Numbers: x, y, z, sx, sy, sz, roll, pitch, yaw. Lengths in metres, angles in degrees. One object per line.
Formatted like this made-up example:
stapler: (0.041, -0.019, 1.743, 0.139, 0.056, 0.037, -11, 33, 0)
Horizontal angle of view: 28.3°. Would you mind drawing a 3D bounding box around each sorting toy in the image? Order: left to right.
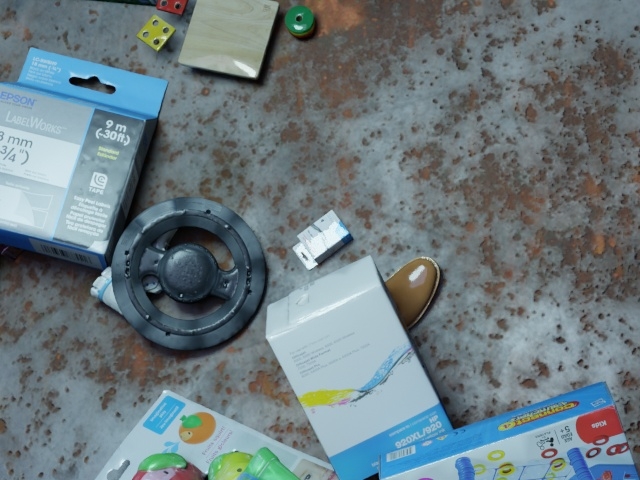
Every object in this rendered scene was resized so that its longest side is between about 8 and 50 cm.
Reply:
sorting toy: (-0.150, -0.324, 2.019, 0.274, 0.046, 0.132, 12, 77, 12)

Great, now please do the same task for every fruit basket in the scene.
fruit basket: (-0.177, 0.377, 1.726, 0.353, 0.165, 0.327, 24, 59, 26)

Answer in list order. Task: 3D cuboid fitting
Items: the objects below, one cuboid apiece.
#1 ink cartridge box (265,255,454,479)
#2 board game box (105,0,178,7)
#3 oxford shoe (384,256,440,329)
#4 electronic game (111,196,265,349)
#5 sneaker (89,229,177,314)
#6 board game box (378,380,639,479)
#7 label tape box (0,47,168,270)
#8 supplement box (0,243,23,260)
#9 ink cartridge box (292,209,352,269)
ink cartridge box: (0.049, 0.170, 1.704, 0.168, 0.171, 0.233, -26, 102, 3)
board game box: (-0.368, -0.508, 2.133, 0.317, 0.046, 0.214, 8, 76, 16)
oxford shoe: (0.091, 0.102, 1.819, 0.212, 0.076, 0.076, -46, 67, -5)
electronic game: (-0.196, 0.049, 1.891, 0.229, 0.048, 0.229, 0, 86, -5)
sneaker: (-0.259, 0.035, 1.936, 0.083, 0.071, 0.191, 41, 89, 8)
board game box: (0.267, 0.372, 1.610, 0.308, 0.086, 0.302, -20, 101, 7)
label tape box: (-0.396, -0.146, 1.955, 0.240, 0.106, 0.334, 14, 73, 1)
supplement box: (-0.483, -0.019, 2.011, 0.055, 0.043, 0.083, 42, 87, 21)
ink cartridge box: (0.000, 0.000, 1.896, 0.083, 0.028, 0.048, -37, 68, 1)
